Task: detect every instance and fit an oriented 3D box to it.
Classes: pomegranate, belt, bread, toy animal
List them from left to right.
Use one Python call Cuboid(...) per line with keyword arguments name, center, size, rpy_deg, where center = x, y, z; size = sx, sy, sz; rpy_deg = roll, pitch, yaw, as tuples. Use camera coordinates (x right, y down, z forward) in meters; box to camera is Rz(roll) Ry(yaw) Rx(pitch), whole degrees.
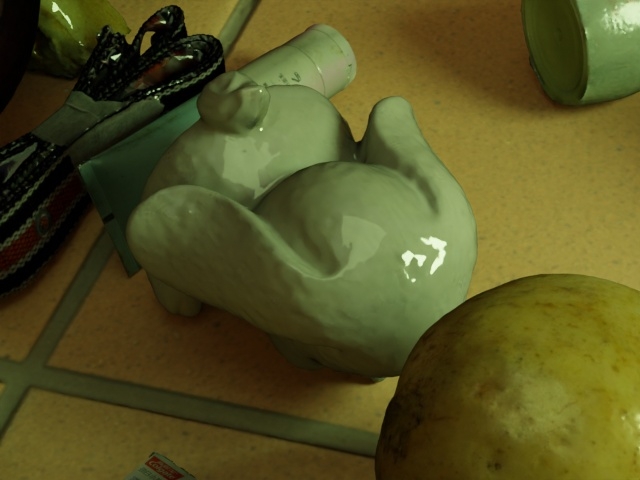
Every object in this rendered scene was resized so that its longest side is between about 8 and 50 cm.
Cuboid(name="bread", center=(-0.274, -0.233, 1.594), size=(0.156, 0.110, 0.103), rpy_deg=(4, 39, 7))
Cuboid(name="belt", center=(-0.217, -0.078, 1.434), size=(0.126, 0.094, 0.359), rpy_deg=(23, 51, 24))
Cuboid(name="toy animal", center=(0.000, 0.000, 1.259), size=(0.272, 0.206, 0.265), rpy_deg=(-22, 43, -21))
Cuboid(name="pomegranate", center=(0.160, 0.148, 1.066), size=(0.260, 0.260, 0.260), rpy_deg=(-2, 44, 2))

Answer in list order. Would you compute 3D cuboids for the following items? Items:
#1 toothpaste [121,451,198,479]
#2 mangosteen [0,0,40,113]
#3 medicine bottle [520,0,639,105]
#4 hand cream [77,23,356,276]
Cuboid(name="toothpaste", center=(-0.064, 0.221, 1.148), size=(0.196, 0.040, 0.047), rpy_deg=(29, 48, 30))
Cuboid(name="mangosteen", center=(-0.457, -0.239, 1.431), size=(0.435, 0.382, 0.382), rpy_deg=(19, 47, 39))
Cuboid(name="medicine bottle", center=(0.276, -0.207, 1.490), size=(0.143, 0.147, 0.147), rpy_deg=(-16, 45, -14))
Cuboid(name="hand cream", center=(-0.089, -0.093, 1.452), size=(0.070, 0.111, 0.312), rpy_deg=(6, 35, 46))
